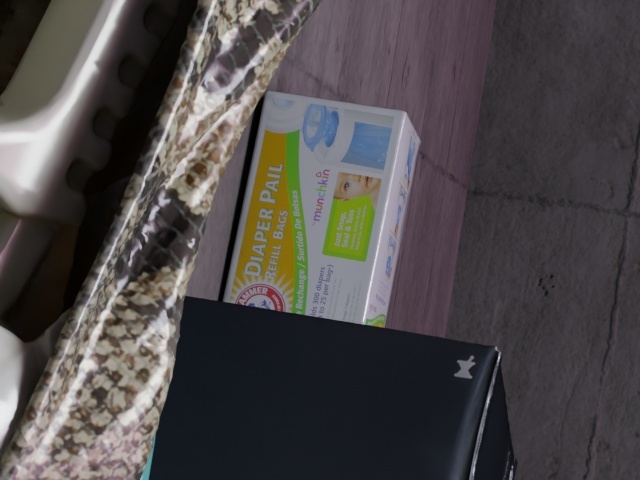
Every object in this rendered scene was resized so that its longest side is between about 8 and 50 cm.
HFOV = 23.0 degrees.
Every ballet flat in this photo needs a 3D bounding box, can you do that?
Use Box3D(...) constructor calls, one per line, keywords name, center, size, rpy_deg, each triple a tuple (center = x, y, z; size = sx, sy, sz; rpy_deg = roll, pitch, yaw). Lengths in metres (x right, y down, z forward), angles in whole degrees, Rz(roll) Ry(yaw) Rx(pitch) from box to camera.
Box3D(name="ballet flat", center=(-0.117, -0.026, 0.580), size=(0.182, 0.164, 0.482), rpy_deg=(35, 75, -55))

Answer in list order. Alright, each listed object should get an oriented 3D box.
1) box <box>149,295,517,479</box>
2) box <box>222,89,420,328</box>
Box3D(name="box", center=(-0.048, 0.101, 0.733), size=(0.184, 0.261, 0.103), rpy_deg=(70, 31, -63))
Box3D(name="box", center=(0.000, 0.000, 1.211), size=(0.103, 0.114, 0.203), rpy_deg=(43, 56, -76))
